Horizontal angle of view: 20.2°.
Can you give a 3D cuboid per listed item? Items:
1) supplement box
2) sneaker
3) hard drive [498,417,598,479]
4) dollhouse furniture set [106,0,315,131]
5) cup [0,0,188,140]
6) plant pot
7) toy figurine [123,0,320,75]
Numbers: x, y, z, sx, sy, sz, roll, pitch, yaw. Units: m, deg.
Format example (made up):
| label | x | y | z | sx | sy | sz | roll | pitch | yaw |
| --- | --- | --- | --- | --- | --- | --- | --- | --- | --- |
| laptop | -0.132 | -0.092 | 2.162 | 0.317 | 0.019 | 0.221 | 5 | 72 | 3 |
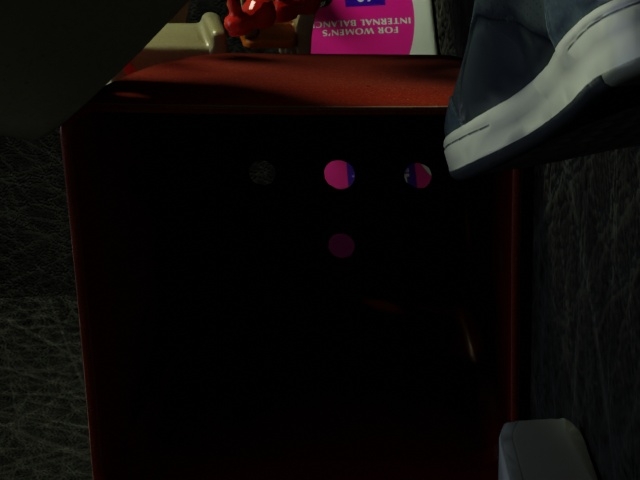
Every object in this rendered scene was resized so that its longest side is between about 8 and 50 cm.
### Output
| label | x | y | z | sx | sy | sz | roll | pitch | yaw |
| --- | --- | --- | --- | --- | --- | --- | --- | --- | --- |
| supplement box | 0.042 | -0.102 | 1.482 | 0.114 | 0.111 | 0.220 | 94 | 173 | -62 |
| sneaker | 0.081 | -0.113 | 0.618 | 0.226 | 0.086 | 0.163 | 137 | 119 | -75 |
| hard drive | 0.120 | 0.299 | 0.882 | 0.233 | 0.047 | 0.353 | -98 | 5 | -65 |
| dollhouse furniture set | -0.133 | -0.134 | 1.391 | 0.259 | 0.262 | 0.135 | -114 | 25 | -64 |
| cup | -0.185 | -0.195 | 0.989 | 0.237 | 0.331 | 0.331 | 44 | -170 | -14 |
| plant pot | 0.000 | 0.000 | 1.173 | 0.236 | 0.267 | 0.267 | -72 | -18 | -66 |
| toy figurine | 0.038 | -0.234 | 1.200 | 0.362 | 0.217 | 0.191 | -29 | -61 | -44 |
